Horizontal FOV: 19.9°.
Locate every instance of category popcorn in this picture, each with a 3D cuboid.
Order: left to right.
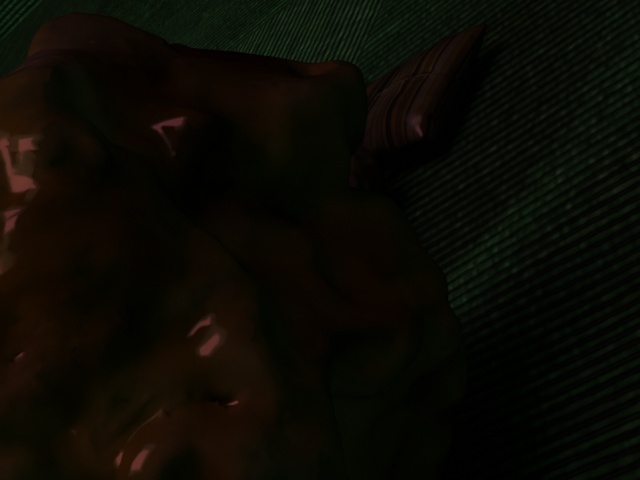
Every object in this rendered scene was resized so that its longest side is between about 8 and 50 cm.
[{"bbox_3d":[-0.126,0.082,0.877,0.390,0.354,0.344,-24,33,10],"label":"popcorn"}]

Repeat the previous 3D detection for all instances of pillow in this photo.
[{"bbox_3d":[0.038,-0.084,1.303,0.203,0.038,0.113,-25,31,54],"label":"pillow"}]

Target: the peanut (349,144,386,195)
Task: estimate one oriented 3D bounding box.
[{"bbox_3d":[0.000,0.000,1.165,0.099,0.099,0.214,-44,25,19],"label":"peanut"}]
